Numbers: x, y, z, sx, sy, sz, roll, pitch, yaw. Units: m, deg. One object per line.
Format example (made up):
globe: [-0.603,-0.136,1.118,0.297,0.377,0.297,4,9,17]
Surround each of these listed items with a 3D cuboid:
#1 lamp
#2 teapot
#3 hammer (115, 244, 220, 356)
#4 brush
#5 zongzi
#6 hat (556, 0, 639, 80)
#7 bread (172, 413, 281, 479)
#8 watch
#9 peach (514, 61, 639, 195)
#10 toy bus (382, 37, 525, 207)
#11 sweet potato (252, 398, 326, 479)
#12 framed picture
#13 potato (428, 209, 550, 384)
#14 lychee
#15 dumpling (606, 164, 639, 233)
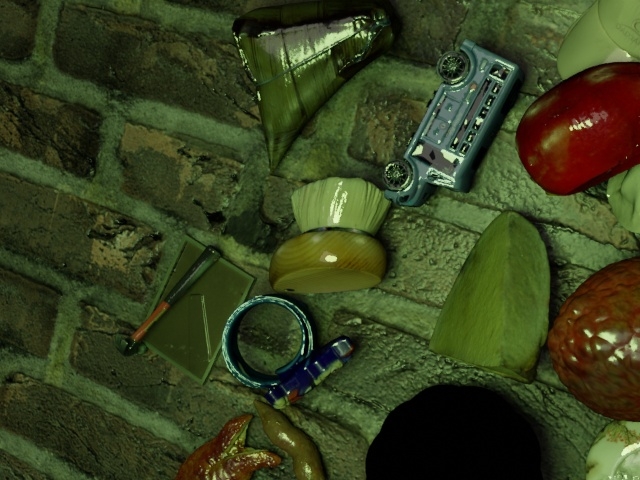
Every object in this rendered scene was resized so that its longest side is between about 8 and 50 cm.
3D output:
lamp: [0.219,0.385,1.281,0.305,0.239,0.305,-29,39,27]
teapot: [0.502,0.369,1.217,0.298,0.139,0.204,-26,84,20]
hammer: [-0.297,0.121,1.558,0.033,0.111,0.288,45,98,16]
brush: [0.000,0.000,1.416,0.266,0.174,0.166,-17,65,44]
zongzi: [0.005,-0.274,1.426,0.286,0.138,0.300,-1,104,15]
hat: [0.475,-0.321,1.218,0.226,0.164,0.219,-45,75,-2]
bread: [-0.199,0.455,1.529,0.139,0.095,0.269,46,112,18]
watch: [-0.071,0.186,1.429,0.196,0.171,0.200,-39,84,-6]
peach: [0.418,-0.174,1.185,0.267,0.154,0.159,-22,113,30]
toy bus: [0.221,-0.176,1.329,0.133,0.125,0.292,31,101,19]
sweet potato: [-0.053,0.378,1.489,0.218,0.065,0.051,49,141,24]
framed picture: [-0.251,0.137,1.588,0.184,0.016,0.250,30,102,19]
potato: [0.303,0.086,1.268,0.112,0.269,0.255,21,84,-15]
lychee: [0.482,0.145,1.179,0.255,0.299,0.255,-6,83,57]
dumpling: [0.521,-0.098,1.231,0.150,0.092,0.177,16,102,35]
